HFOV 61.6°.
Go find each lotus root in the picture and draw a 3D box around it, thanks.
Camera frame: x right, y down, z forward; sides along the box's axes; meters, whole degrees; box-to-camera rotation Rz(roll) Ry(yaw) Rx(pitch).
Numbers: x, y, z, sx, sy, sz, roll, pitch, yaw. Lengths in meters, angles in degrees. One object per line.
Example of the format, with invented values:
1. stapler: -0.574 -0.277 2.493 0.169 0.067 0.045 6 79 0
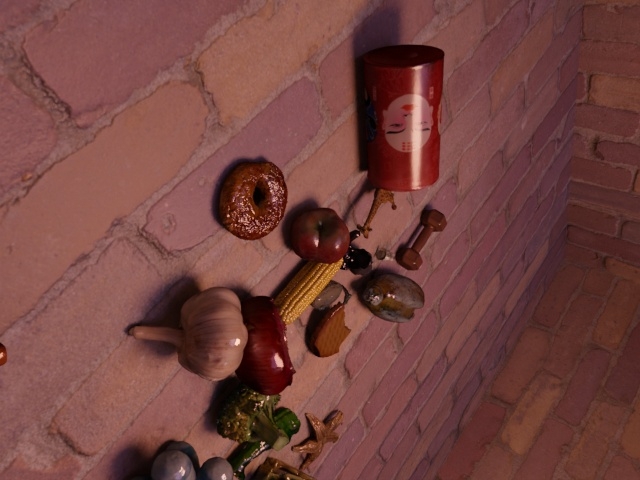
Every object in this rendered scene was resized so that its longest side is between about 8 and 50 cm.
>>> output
1. lotus root: 0.220 0.179 1.745 0.158 0.140 0.322 -49 141 17

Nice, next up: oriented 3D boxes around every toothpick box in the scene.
1. toothpick box: 0.217 -0.320 1.412 0.204 0.204 0.333 -35 132 -37

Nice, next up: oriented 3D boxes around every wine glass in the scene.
1. wine glass: 0.214 0.047 1.742 0.083 0.039 0.042 12 90 -56

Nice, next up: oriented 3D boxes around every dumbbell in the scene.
1. dumbbell: 0.350 -0.004 1.852 0.231 0.092 0.082 -55 172 -17

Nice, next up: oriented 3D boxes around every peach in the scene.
1. peach: 0.000 0.000 1.365 0.152 0.152 0.152 -28 129 -41

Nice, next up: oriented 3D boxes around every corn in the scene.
1. corn: -0.037 0.119 1.421 0.248 0.081 0.081 -48 140 -24

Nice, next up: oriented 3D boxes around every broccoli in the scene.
1. broccoli: -0.155 0.449 1.353 0.194 0.194 0.220 -41 143 -32

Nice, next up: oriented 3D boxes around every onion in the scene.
1. onion: -0.141 0.249 1.253 0.161 0.248 0.248 -30 135 -7

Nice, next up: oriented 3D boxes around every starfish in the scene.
1. starfish: -0.006 0.659 1.788 0.236 0.062 0.277 -49 145 -15

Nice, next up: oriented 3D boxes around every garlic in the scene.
1. garlic: -0.273 0.189 1.105 0.226 0.199 0.199 7 104 -27

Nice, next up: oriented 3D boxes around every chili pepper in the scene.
1. chili pepper: -0.157 0.571 1.513 0.253 0.083 0.099 -34 142 -33

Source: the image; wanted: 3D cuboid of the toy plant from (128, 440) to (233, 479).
1. toy plant: -0.306 0.593 1.217 0.247 0.247 0.332 -38 131 -34

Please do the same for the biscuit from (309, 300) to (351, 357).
1. biscuit: 0.037 0.265 1.601 0.176 0.031 0.229 -11 131 -47

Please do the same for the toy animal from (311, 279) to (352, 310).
1. toy animal: 0.033 0.151 1.557 0.079 0.070 0.253 -39 164 20

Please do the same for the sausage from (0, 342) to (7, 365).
1. sausage: -0.556 0.188 0.824 0.131 0.041 0.039 -7 119 -50

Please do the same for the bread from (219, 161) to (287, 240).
1. bread: -0.143 -0.087 1.193 0.193 0.064 0.193 -24 122 -44

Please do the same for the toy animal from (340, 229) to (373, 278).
1. toy animal: 0.126 0.054 1.570 0.210 0.117 0.121 30 78 -52

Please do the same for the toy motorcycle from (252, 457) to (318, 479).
1. toy motorcycle: -0.059 0.793 1.630 0.169 0.237 0.410 -64 144 -31

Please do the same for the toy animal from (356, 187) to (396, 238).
1. toy animal: 0.177 -0.119 1.549 0.275 0.054 0.149 -48 147 -50
